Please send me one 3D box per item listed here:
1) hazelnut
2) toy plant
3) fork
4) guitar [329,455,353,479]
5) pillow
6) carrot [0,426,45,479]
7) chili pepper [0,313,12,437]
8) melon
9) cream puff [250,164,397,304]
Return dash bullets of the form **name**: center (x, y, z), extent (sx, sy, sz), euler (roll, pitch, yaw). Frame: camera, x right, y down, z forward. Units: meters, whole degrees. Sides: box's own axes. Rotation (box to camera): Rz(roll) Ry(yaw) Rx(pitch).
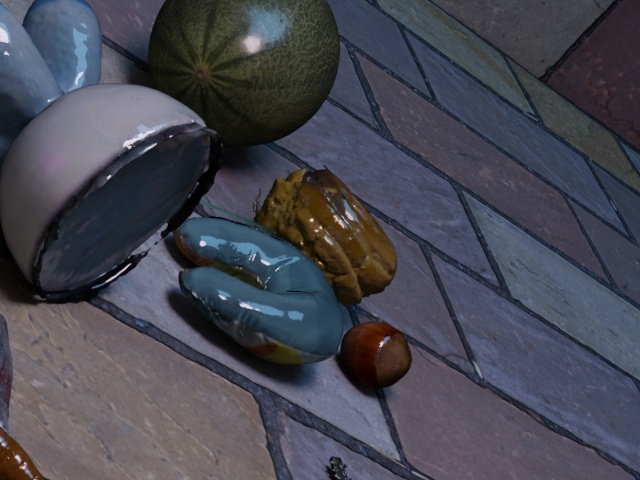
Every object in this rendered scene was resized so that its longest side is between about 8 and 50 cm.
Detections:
- **hazelnut**: center (0.061, 0.132, 2.118), extent (0.086, 0.086, 0.086), euler (37, 20, -16)
- **toy plant**: center (-0.283, -0.128, 1.783), extent (0.332, 0.247, 0.247), euler (44, 19, 18)
- **fork**: center (-0.160, -0.048, 2.097), extent (0.235, 0.021, 0.039), euler (25, 26, -10)
- **guitar**: center (0.060, 0.299, 1.818), extent (0.088, 0.025, 0.233), euler (19, 30, -41)
- **pillow**: center (-0.069, 0.050, 2.018), extent (0.214, 0.086, 0.233), euler (29, 21, -22)
- **carrot**: center (-0.263, 0.166, 1.451), extent (0.191, 0.047, 0.047), euler (48, 19, -3)
- **chili pepper**: center (-0.280, 0.107, 1.540), extent (0.050, 0.041, 0.153), euler (8, 50, -26)
- **melon**: center (-0.098, -0.238, 2.339), extent (0.237, 0.237, 0.301), euler (43, 21, 0)
- **cream puff**: center (0.000, 0.000, 2.186), extent (0.189, 0.129, 0.189), euler (48, 5, -5)
